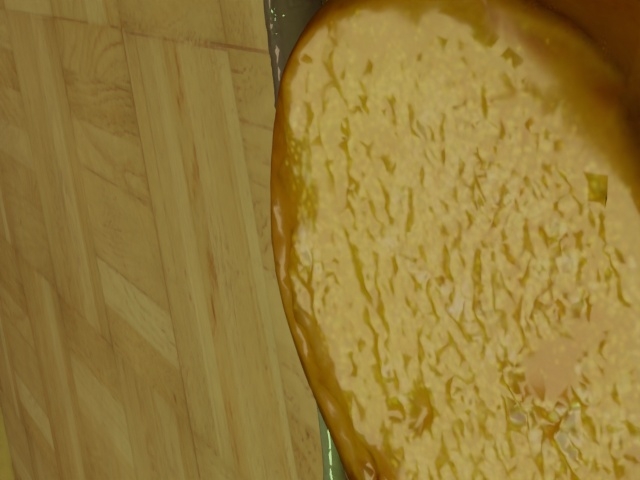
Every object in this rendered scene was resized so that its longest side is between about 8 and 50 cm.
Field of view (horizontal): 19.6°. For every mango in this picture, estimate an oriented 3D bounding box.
[{"bbox_3d":[0.062,0.038,0.421,0.141,0.102,0.217,-11,95,51],"label":"mango"}]

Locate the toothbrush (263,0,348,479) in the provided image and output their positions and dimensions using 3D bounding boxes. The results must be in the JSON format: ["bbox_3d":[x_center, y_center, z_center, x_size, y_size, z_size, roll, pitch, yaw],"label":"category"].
[{"bbox_3d":[0.000,0.000,0.738,0.029,0.024,0.354,-141,41,-58],"label":"toothbrush"}]
